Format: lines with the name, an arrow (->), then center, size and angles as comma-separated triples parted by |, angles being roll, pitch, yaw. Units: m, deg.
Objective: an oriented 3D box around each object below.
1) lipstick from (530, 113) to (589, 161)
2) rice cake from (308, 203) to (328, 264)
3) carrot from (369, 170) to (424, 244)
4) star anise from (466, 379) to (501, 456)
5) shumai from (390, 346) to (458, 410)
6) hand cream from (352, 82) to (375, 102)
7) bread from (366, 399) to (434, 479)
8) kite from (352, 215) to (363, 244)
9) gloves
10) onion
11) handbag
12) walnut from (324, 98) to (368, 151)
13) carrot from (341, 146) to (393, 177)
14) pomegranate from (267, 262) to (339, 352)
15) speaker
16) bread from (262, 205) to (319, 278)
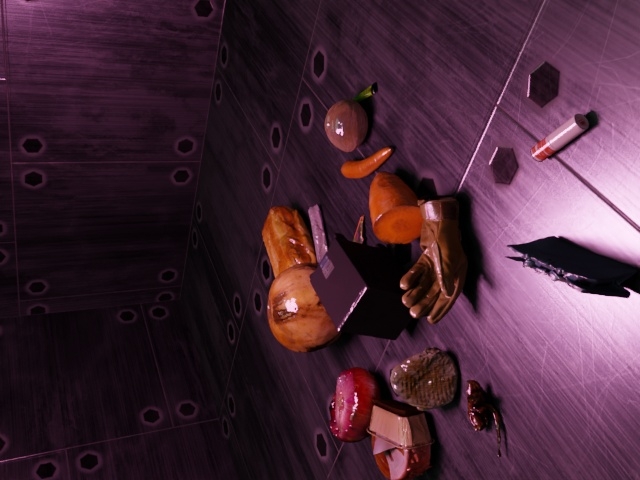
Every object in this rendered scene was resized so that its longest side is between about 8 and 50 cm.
lipstick -> 0.491, -0.210, 1.303 | 0.131, 0.038, 0.038 | -45, 54, 57
rice cake -> -0.001, 0.000, 2.307 | 0.055, 0.049, 0.270 | 119, 141, -72
carrot -> 0.209, -0.111, 1.798 | 0.225, 0.159, 0.159 | -101, 23, -46
star anise -> 0.400, 0.436, 1.554 | 0.097, 0.070, 0.191 | 80, 178, -78
shumai -> 0.290, 0.372, 1.734 | 0.142, 0.184, 0.184 | -64, -27, -83
hand cream -> 0.139, -0.459, 1.991 | 0.122, 0.023, 0.036 | -19, 65, 61
bread -> 0.225, 0.583, 1.836 | 0.224, 0.142, 0.212 | 1, 91, 63
kite -> 0.118, 0.083, 2.102 | 0.234, 0.016, 0.321 | 163, 109, -73
gloves -> 0.299, 0.047, 1.617 | 0.154, 0.141, 0.331 | -1, 83, 38
onion -> 0.116, 0.525, 2.025 | 0.248, 0.161, 0.248 | 0, 90, 60
handbag -> 0.483, 0.051, 1.237 | 0.221, 0.144, 0.057 | 36, 124, 58
walnut -> 0.083, -0.364, 1.998 | 0.140, 0.140, 0.162 | 39, 118, 56
carrot -> 0.144, -0.235, 1.983 | 0.062, 0.066, 0.271 | 46, 158, -19
pomegranate -> -0.045, 0.227, 2.169 | 0.322, 0.322, 0.322 | 15, 107, 62
speaker -> 0.131, 0.132, 1.832 | 0.184, 0.232, 0.254 | -58, 39, 23
bread -> -0.107, 0.029, 2.414 | 0.195, 0.148, 0.344 | -61, 37, 40
